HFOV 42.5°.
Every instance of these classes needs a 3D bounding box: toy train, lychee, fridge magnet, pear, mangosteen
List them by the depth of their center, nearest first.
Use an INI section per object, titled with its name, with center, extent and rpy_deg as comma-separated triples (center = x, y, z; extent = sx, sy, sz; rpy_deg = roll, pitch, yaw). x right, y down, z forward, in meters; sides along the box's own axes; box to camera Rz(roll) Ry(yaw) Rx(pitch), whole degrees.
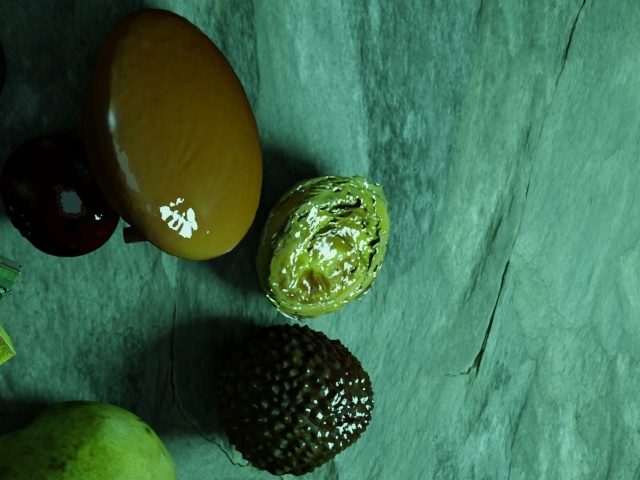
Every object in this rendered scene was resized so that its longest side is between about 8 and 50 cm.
[fridge magnet]
center = -0.205, -0.148, 1.184
extent = 0.363, 0.155, 0.364
rpy_deg = 29, 56, -57
[mangosteen]
center = -0.360, -0.074, 1.197
extent = 0.199, 0.200, 0.200
rpy_deg = -9, 109, -25
[toy train]
center = -0.518, 0.039, 1.215
extent = 0.148, 0.038, 0.071
rpy_deg = 31, 91, -32
[pear]
center = -0.377, 0.394, 1.259
extent = 0.304, 0.304, 0.304
rpy_deg = -9, 109, -25
[lychee]
center = -0.049, 0.263, 1.417
extent = 0.267, 0.267, 0.267
rpy_deg = -9, 109, -25

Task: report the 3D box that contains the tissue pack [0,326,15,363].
[tissue pack]
center = -0.558, 0.175, 1.223
extent = 0.176, 0.062, 0.095
rpy_deg = -34, 118, -15

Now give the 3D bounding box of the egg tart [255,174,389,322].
[egg tart]
center = 0.000, 0.000, 1.427
extent = 0.297, 0.132, 0.297
rpy_deg = -19, 123, -31

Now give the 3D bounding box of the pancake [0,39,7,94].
[pancake]
center = -0.559, -0.235, 1.063
extent = 0.294, 0.049, 0.294
rpy_deg = -15, 132, -18
